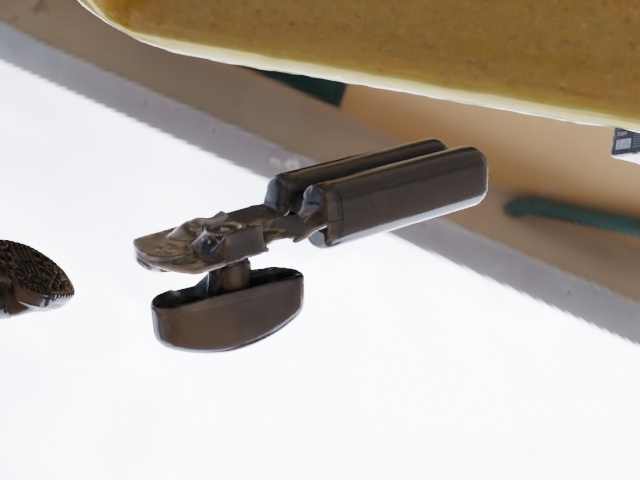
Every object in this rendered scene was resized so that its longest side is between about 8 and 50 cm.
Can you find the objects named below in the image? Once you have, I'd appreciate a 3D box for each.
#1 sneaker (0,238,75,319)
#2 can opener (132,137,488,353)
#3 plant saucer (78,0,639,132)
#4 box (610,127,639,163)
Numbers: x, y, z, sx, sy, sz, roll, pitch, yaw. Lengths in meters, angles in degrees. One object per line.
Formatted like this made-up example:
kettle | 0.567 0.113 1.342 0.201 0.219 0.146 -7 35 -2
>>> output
sneaker | -0.248 0.040 0.756 0.170 0.089 0.051 16 -147 -55
can opener | 0.000 0.000 0.793 0.283 0.095 0.076 -16 -158 -38
plant saucer | 0.047 -0.150 0.200 0.332 0.333 0.081 13 -117 24
box | 0.301 -0.070 0.762 0.114 0.207 0.036 10 -95 -24
